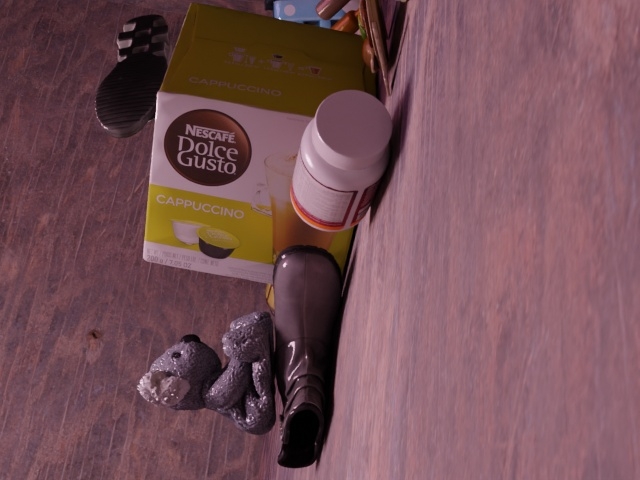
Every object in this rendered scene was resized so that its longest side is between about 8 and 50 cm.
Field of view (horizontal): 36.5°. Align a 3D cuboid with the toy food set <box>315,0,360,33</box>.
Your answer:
[{"bbox_3d":[0.059,-0.505,1.934,0.104,0.111,0.232,-34,25,39],"label":"toy food set"}]

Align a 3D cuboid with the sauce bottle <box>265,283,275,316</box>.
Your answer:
[{"bbox_3d":[-0.072,0.114,2.221,0.344,0.111,0.111,117,161,-74],"label":"sauce bottle"}]

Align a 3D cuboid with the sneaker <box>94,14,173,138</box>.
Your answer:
[{"bbox_3d":[-0.305,-0.256,1.708,0.330,0.122,0.146,-85,-11,-49],"label":"sneaker"}]

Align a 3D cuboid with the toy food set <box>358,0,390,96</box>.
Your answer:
[{"bbox_3d":[0.073,-0.307,1.434,0.192,0.039,0.132,-87,-15,-52],"label":"toy food set"}]

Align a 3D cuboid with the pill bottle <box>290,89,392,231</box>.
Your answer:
[{"bbox_3d":[0.028,-0.106,1.325,0.221,0.121,0.121,109,169,-66],"label":"pill bottle"}]

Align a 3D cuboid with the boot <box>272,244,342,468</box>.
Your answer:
[{"bbox_3d":[-0.020,0.192,1.551,0.222,0.118,0.338,-91,0,-51],"label":"boot"}]

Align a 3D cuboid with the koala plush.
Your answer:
[{"bbox_3d":[-0.189,0.234,1.644,0.196,0.221,0.203,-104,10,-86],"label":"koala plush"}]

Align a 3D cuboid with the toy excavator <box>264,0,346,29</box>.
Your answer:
[{"bbox_3d":[-0.017,-0.474,2.401,0.433,0.222,0.445,-118,24,-82],"label":"toy excavator"}]

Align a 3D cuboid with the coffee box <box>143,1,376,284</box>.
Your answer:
[{"bbox_3d":[-0.099,-0.163,1.653,0.338,0.338,0.334,-86,7,-54],"label":"coffee box"}]
